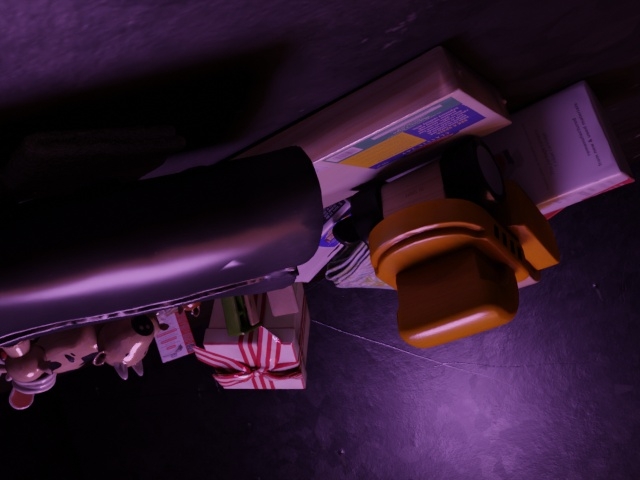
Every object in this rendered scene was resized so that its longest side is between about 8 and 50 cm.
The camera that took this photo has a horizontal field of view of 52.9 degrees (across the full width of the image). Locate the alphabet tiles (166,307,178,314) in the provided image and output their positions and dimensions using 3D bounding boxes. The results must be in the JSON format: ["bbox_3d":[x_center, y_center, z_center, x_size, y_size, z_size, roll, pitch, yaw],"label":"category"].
[{"bbox_3d":[-0.339,0.141,1.612,0.198,0.009,0.237,-29,171,-37],"label":"alphabet tiles"}]

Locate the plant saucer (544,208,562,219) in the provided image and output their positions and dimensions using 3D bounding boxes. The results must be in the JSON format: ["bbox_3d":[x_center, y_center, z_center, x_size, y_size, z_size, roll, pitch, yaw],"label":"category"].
[{"bbox_3d":[0.441,-0.055,1.594,0.259,0.047,0.258,-6,159,-21],"label":"plant saucer"}]

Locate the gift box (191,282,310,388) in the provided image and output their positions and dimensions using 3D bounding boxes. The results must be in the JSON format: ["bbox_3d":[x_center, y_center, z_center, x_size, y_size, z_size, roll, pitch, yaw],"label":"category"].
[{"bbox_3d":[-0.167,0.236,1.654,0.255,0.258,0.276,-5,139,11],"label":"gift box"}]

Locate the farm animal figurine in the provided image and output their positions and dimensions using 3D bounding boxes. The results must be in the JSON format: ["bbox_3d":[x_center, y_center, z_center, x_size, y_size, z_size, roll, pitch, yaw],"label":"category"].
[{"bbox_3d":[-0.311,0.107,0.842,0.330,0.172,0.327,-4,164,-38],"label":"farm animal figurine"}]

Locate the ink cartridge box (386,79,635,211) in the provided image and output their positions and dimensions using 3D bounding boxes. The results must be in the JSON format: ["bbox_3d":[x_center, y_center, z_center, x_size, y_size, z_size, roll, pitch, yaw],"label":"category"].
[{"bbox_3d":[0.326,-0.107,1.150,0.385,0.160,0.279,-23,172,28],"label":"ink cartridge box"}]

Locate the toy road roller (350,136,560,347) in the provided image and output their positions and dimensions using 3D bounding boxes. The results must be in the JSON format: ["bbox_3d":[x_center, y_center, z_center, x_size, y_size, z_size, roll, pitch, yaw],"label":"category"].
[{"bbox_3d":[0.198,0.041,0.900,0.203,0.240,0.329,-23,143,30],"label":"toy road roller"}]

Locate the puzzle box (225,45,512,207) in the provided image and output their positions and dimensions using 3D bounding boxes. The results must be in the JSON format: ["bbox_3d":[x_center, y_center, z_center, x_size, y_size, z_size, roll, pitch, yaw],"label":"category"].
[{"bbox_3d":[0.019,-0.100,0.815,0.409,0.052,0.272,-23,172,25],"label":"puzzle box"}]

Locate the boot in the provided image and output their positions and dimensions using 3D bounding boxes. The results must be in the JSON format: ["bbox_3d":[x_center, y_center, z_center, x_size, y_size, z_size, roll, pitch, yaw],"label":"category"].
[{"bbox_3d":[-0.202,0.010,0.457,0.445,0.146,0.367,-8,174,-19],"label":"boot"}]

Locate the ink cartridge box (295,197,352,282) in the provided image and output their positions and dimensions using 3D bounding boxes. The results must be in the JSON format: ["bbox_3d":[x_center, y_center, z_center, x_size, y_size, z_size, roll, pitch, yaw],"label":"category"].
[{"bbox_3d":[0.000,0.000,1.250,0.206,0.045,0.208,-46,165,9],"label":"ink cartridge box"}]

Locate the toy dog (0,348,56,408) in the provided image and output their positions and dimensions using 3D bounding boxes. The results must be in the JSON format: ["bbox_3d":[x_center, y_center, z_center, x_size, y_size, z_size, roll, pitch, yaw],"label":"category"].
[{"bbox_3d":[-0.712,0.310,1.397,0.334,0.220,0.161,-11,131,-12],"label":"toy dog"}]

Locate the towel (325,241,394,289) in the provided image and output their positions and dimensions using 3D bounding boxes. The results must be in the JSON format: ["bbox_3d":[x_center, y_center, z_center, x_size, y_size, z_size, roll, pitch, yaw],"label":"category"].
[{"bbox_3d":[0.233,0.035,1.538,0.375,0.090,0.320,0,158,-21],"label":"towel"}]

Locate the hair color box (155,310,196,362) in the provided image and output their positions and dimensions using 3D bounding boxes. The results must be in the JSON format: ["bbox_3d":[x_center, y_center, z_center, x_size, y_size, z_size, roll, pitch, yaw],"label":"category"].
[{"bbox_3d":[-0.417,0.247,1.801,0.093,0.167,0.053,-22,172,23],"label":"hair color box"}]

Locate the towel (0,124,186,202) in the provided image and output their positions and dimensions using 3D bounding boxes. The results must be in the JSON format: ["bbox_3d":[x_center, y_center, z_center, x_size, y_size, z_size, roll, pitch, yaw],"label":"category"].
[{"bbox_3d":[-0.202,-0.067,0.564,0.148,0.027,0.110,-12,169,-47],"label":"towel"}]

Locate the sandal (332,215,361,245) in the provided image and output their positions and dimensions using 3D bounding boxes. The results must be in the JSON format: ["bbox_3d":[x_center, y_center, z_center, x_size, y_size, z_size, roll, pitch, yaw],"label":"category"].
[{"bbox_3d":[0.093,-0.040,1.170,0.179,0.067,0.040,-29,157,-45],"label":"sandal"}]

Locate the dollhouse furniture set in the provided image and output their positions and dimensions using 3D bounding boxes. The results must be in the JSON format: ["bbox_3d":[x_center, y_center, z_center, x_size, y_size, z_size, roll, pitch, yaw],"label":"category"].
[{"bbox_3d":[-0.079,0.103,1.508,0.198,0.151,0.301,-14,-179,21],"label":"dollhouse furniture set"}]
